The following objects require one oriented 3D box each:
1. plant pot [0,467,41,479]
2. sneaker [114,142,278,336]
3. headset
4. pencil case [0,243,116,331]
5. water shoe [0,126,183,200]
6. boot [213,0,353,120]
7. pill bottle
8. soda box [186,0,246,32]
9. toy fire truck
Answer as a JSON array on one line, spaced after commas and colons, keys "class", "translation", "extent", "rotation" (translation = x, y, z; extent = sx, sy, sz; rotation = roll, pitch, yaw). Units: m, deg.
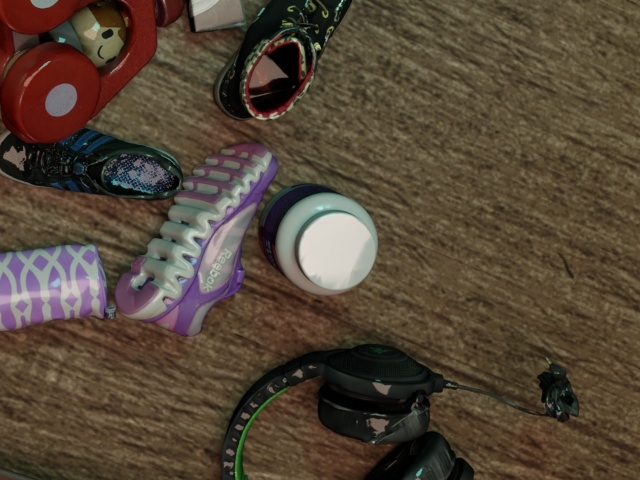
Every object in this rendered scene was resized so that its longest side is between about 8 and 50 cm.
[{"class": "plant pot", "translation": [-0.274, 0.369, 1.883], "extent": [0.265, 0.272, 0.272], "rotation": [23, 92, -4]}, {"class": "sneaker", "translation": [-0.116, 0.005, 1.946], "extent": [0.104, 0.095, 0.236], "rotation": [42, 76, -34]}, {"class": "headset", "translation": [0.084, 0.224, 1.957], "extent": [0.394, 0.185, 0.243], "rotation": [-21, 101, 4]}, {"class": "pencil case", "translation": [-0.322, 0.056, 1.916], "extent": [0.206, 0.088, 0.086], "rotation": [-6, 61, -10]}, {"class": "water shoe", "translation": [-0.243, -0.084, 1.911], "extent": [0.203, 0.080, 0.073], "rotation": [6, 95, -11]}, {"class": "boot", "translation": [-0.018, -0.220, 1.886], "extent": [0.085, 0.178, 0.236], "rotation": [35, 90, -12]}, {"class": "pill bottle", "translation": [0.000, 0.000, 1.909], "extent": [0.108, 0.193, 0.108], "rotation": [-1, 97, -10]}, {"class": "soda box", "translation": [-0.119, -0.306, 1.922], "extent": [0.060, 0.053, 0.169], "rotation": [-9, 98, -9]}, {"class": "toy fire truck", "translation": [-0.246, -0.253, 1.829], "extent": [0.254, 0.169, 0.302], "rotation": [-27, 134, -27]}]
